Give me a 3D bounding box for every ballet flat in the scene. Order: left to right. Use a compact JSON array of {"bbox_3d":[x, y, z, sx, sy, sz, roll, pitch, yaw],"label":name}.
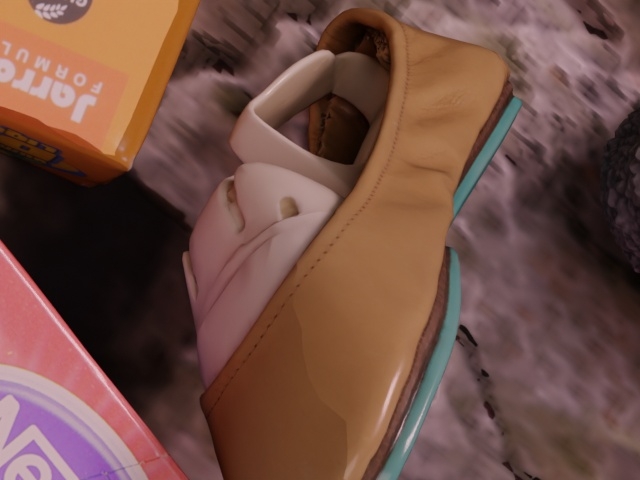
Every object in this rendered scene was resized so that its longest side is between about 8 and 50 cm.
[{"bbox_3d":[0.000,0.000,0.447,0.073,0.232,0.080,33,119,-4],"label":"ballet flat"}]

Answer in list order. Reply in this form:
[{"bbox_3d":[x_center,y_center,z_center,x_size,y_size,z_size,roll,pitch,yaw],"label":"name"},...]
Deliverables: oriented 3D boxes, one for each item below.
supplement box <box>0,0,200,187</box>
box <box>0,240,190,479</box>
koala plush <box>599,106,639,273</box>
[{"bbox_3d":[-0.051,-0.136,0.481,0.078,0.080,0.233,21,85,-15],"label":"supplement box"},{"bbox_3d":[-0.113,0.083,0.418,0.142,0.154,0.300,-40,101,-15],"label":"box"},{"bbox_3d":[0.204,0.043,0.519,0.203,0.196,0.221,-16,95,-7],"label":"koala plush"}]
